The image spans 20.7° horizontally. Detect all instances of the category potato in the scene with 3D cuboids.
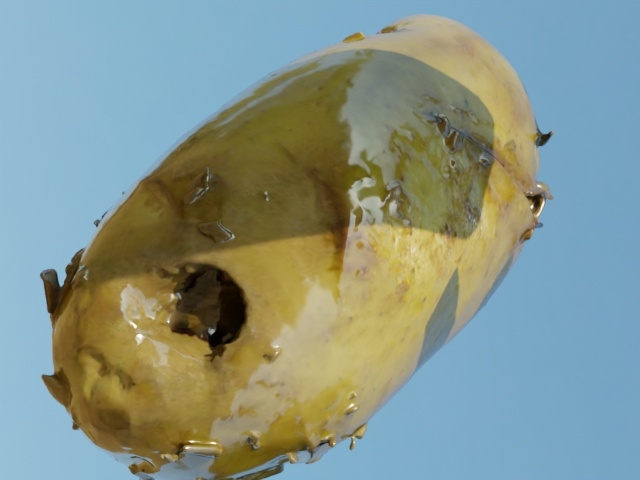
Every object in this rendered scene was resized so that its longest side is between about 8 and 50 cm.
[{"bbox_3d":[0.000,0.000,0.825,0.140,0.300,0.173,25,-45,34],"label":"potato"}]
